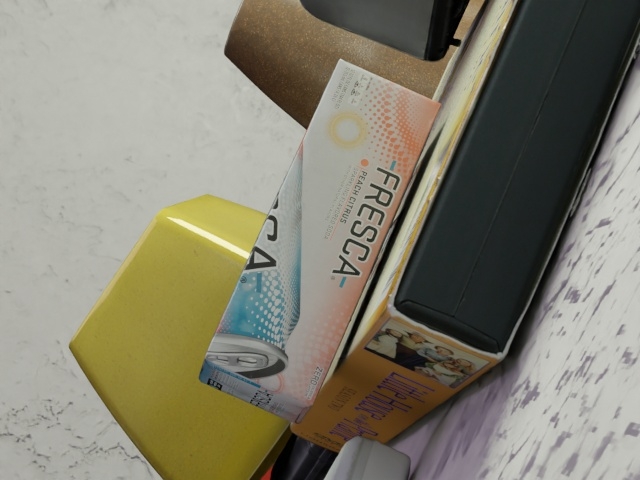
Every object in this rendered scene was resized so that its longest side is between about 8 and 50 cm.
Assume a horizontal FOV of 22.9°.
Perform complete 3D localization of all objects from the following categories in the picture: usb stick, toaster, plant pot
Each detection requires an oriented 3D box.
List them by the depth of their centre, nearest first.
[{"bbox_3d":[0.064,-0.234,0.996,0.185,0.110,0.168,96,-166,-50],"label":"toaster"},{"bbox_3d":[0.003,0.153,1.214,0.278,0.045,0.077,117,173,-62],"label":"usb stick"},{"bbox_3d":[-0.078,0.076,1.314,0.212,0.187,0.212,-55,-6,13],"label":"plant pot"},{"bbox_3d":[0.040,-0.166,1.407,0.215,0.230,0.215,-156,90,-88],"label":"plant pot"}]

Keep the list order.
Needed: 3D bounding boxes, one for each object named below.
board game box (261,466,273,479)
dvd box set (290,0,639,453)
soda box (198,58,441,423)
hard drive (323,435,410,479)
[{"bbox_3d":[-0.011,0.139,1.614,0.242,0.064,0.316,-82,16,-86],"label":"board game box"},{"bbox_3d":[0.087,-0.042,0.911,0.420,0.062,0.307,117,177,-74],"label":"dvd box set"},{"bbox_3d":[0.000,0.000,0.837,0.058,0.063,0.183,114,179,-71],"label":"soda box"},{"bbox_3d":[-0.038,0.271,0.790,0.307,0.040,0.203,-68,2,-46],"label":"hard drive"}]
